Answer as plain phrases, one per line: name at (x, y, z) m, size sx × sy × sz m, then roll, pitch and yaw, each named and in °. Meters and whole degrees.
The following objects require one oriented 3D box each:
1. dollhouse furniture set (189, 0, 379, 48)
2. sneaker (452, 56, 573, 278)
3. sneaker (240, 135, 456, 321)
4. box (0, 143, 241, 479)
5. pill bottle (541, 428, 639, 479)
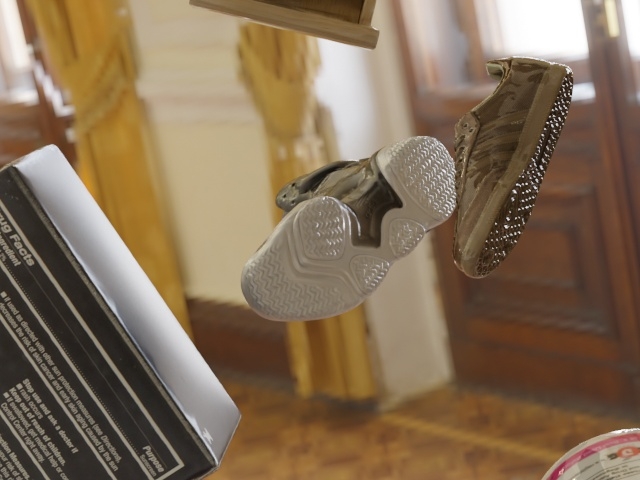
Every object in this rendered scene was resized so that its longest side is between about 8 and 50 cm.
dollhouse furniture set at (-0.004, -0.302, 1.434) m, size 0.362 × 0.257 × 0.394 m, roll 13°, pitch 4°, yaw -2°
sneaker at (0.129, -0.057, 1.361) m, size 0.071 × 0.066 × 0.188 m, roll 16°, pitch 64°, yaw 24°
sneaker at (0.000, 0.000, 1.634) m, size 0.268 × 0.101 × 0.153 m, roll -36°, pitch 14°, yaw -38°
box at (-0.270, 0.125, 1.501) m, size 0.294 × 0.296 × 0.183 m, roll -33°, pitch 5°, yaw 10°
pill bottle at (0.234, 0.249, 1.171) m, size 0.160 × 0.160 × 0.283 m, roll -12°, pitch 18°, yaw -1°
